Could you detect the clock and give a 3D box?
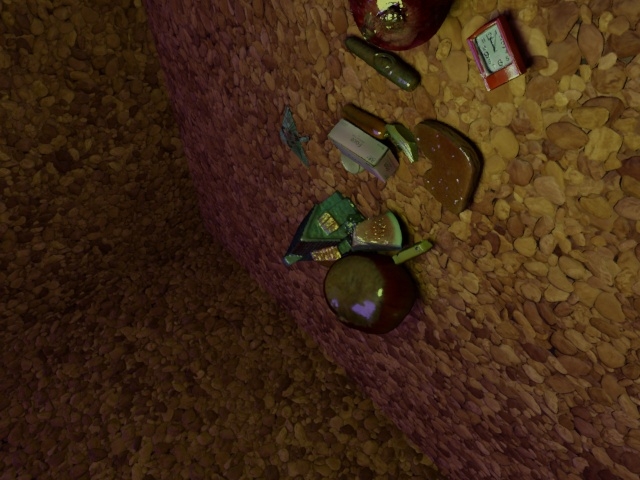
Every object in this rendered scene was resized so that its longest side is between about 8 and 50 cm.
[{"bbox_3d":[0.449,-0.474,1.228,0.155,0.061,0.113,64,154,-7],"label":"clock"}]

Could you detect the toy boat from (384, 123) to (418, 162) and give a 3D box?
[{"bbox_3d":[0.282,-0.339,1.669,0.172,0.065,0.066,56,142,21],"label":"toy boat"}]

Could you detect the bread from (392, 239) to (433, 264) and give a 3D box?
[{"bbox_3d":[0.372,0.041,1.928,0.049,0.088,0.226,59,154,3],"label":"bread"}]

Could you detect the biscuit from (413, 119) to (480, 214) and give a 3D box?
[{"bbox_3d":[0.402,-0.243,1.588,0.262,0.052,0.277,44,153,35],"label":"biscuit"}]

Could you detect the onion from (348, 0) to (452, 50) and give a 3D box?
[{"bbox_3d":[0.205,-0.628,1.257,0.276,0.276,0.276,41,151,30],"label":"onion"}]

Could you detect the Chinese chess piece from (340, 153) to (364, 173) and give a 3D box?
[{"bbox_3d":[0.136,-0.328,1.964,0.122,0.051,0.122,44,153,30],"label":"Chinese chess piece"}]

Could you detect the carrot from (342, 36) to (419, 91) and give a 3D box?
[{"bbox_3d":[0.183,-0.582,1.569,0.342,0.070,0.070,45,152,28],"label":"carrot"}]

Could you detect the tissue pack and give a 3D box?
[{"bbox_3d":[0.161,-0.331,1.801,0.246,0.092,0.148,40,-178,31],"label":"tissue pack"}]

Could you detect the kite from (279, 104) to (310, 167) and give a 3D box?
[{"bbox_3d":[-0.127,-0.485,2.292,0.267,0.013,0.323,22,139,51],"label":"kite"}]

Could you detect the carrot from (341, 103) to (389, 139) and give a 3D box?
[{"bbox_3d":[0.166,-0.429,1.774,0.225,0.067,0.067,41,151,34],"label":"carrot"}]

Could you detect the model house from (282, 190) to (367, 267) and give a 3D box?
[{"bbox_3d":[0.000,0.000,2.255,0.297,0.339,0.360,56,155,5],"label":"model house"}]

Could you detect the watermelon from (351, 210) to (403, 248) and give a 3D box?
[{"bbox_3d":[0.210,-0.035,2.004,0.318,0.226,0.148,-8,79,56],"label":"watermelon"}]

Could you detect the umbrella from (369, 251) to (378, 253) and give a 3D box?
[{"bbox_3d":[0.243,0.109,2.290,0.050,0.046,0.188,48,159,32],"label":"umbrella"}]

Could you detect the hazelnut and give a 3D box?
[{"bbox_3d":[0.212,0.233,2.126,0.409,0.359,0.359,10,129,47],"label":"hazelnut"}]
